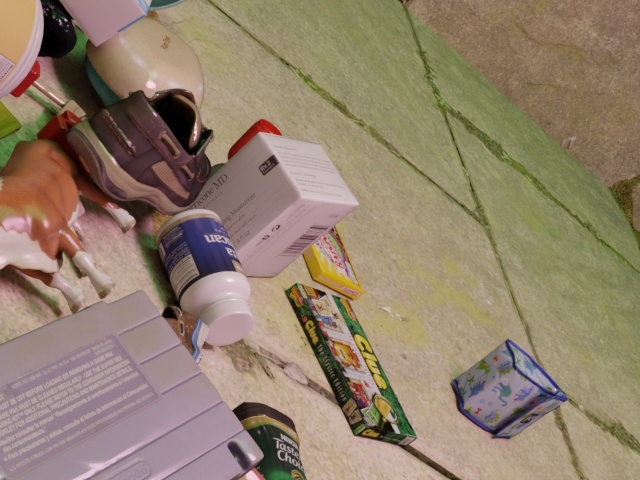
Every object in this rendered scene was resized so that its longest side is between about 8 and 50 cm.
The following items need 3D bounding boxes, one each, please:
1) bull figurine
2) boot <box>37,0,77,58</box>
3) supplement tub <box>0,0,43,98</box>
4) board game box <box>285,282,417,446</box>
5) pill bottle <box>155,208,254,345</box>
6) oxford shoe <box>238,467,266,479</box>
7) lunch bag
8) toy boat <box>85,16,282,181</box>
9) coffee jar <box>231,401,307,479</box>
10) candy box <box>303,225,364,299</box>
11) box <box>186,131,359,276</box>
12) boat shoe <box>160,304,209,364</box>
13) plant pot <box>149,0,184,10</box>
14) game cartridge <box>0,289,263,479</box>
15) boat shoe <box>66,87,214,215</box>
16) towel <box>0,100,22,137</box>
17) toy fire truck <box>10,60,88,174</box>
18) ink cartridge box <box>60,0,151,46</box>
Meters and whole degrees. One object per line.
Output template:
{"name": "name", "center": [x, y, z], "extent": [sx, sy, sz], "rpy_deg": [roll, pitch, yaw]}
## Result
{"name": "bull figurine", "center": [-0.316, -0.017, 1.605], "extent": [0.188, 0.101, 0.310], "rpy_deg": [46, 21, -17]}
{"name": "boot", "center": [-0.381, -0.326, 2.008], "extent": [0.246, 0.094, 0.207], "rpy_deg": [23, 32, -45]}
{"name": "supplement tub", "center": [-0.435, -0.262, 1.500], "extent": [0.241, 0.241, 0.331], "rpy_deg": [52, 1, 6]}
{"name": "board game box", "center": [0.045, 0.181, 2.090], "extent": [0.136, 0.030, 0.259], "rpy_deg": [24, 33, -53]}
{"name": "pill bottle", "center": [-0.145, 0.049, 1.840], "extent": [0.094, 0.094, 0.169], "rpy_deg": [23, 33, -49]}
{"name": "oxford shoe", "center": [-0.048, 0.375, 1.485], "extent": [0.348, 0.123, 0.130], "rpy_deg": [43, 42, 3]}
{"name": "lunch bag", "center": [0.317, 0.259, 2.359], "extent": [0.151, 0.129, 0.096], "rpy_deg": [38, 25, -32]}
{"name": "toy boat", "center": [-0.215, -0.187, 2.072], "extent": [0.318, 0.148, 0.267], "rpy_deg": [38, 17, -9]}
{"name": "coffee jar", "center": [-0.060, 0.276, 1.647], "extent": [0.096, 0.079, 0.184], "rpy_deg": [34, 26, -38]}
{"name": "candy box", "center": [0.000, 0.000, 2.310], "extent": [0.105, 0.027, 0.205], "rpy_deg": [24, 32, -42]}
{"name": "box", "center": [-0.075, -0.047, 2.023], "extent": [0.119, 0.181, 0.182], "rpy_deg": [56, 22, 19]}
{"name": "boat shoe", "center": [-0.182, 0.130, 1.687], "extent": [0.066, 0.066, 0.183], "rpy_deg": [41, 12, -10]}
{"name": "plant pot", "center": [-0.309, -0.548, 2.329], "extent": [0.196, 0.293, 0.293], "rpy_deg": [32, 7, 38]}
{"name": "game cartridge", "center": [-0.233, 0.190, 1.335], "extent": [0.230, 0.068, 0.355], "rpy_deg": [50, 36, 12]}
{"name": "boat shoe", "center": [-0.194, -0.118, 1.815], "extent": [0.132, 0.130, 0.355], "rpy_deg": [54, 10, 5]}
{"name": "towel", "center": [-0.467, -0.219, 1.757], "extent": [0.237, 0.021, 0.102], "rpy_deg": [48, 22, -5]}
{"name": "toy fire truck", "center": [-0.335, -0.156, 1.878], "extent": [0.192, 0.047, 0.135], "rpy_deg": [31, 26, -42]}
{"name": "ink cartridge box", "center": [-0.292, -0.353, 1.978], "extent": [0.090, 0.092, 0.143], "rpy_deg": [54, 20, -24]}
